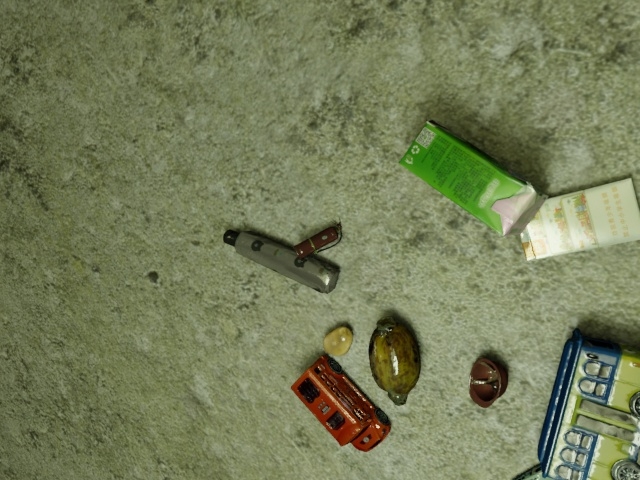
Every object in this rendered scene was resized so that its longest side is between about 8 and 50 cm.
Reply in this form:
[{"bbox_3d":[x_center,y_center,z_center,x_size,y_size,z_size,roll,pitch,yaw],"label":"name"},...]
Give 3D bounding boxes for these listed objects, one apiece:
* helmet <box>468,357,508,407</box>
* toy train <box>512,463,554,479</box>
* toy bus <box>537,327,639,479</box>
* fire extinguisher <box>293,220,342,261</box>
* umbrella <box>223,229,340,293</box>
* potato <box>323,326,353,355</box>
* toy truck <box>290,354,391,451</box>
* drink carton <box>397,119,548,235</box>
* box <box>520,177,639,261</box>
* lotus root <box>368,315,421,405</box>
[{"bbox_3d":[0.379,0.311,1.169,0.089,0.057,0.111,44,127,52],"label":"helmet"},{"bbox_3d":[0.501,0.501,1.148,0.207,0.047,0.043,-44,85,23],"label":"toy train"},{"bbox_3d":[0.540,0.333,1.028,0.175,0.138,0.288,14,94,22],"label":"toy bus"},{"bbox_3d":[0.000,0.000,1.289,0.132,0.039,0.056,-28,86,-3],"label":"fire extinguisher"},{"bbox_3d":[-0.107,0.044,1.353,0.337,0.067,0.073,23,97,22],"label":"umbrella"},{"bbox_3d":[0.046,0.250,1.317,0.068,0.062,0.083,28,138,-11],"label":"potato"},{"bbox_3d":[0.049,0.416,1.313,0.253,0.114,0.107,46,113,13],"label":"toy truck"},{"bbox_3d":[0.302,-0.127,1.056,0.271,0.161,0.108,39,111,24],"label":"drink carton"},{"bbox_3d":[0.512,-0.037,1.060,0.220,0.032,0.122,-15,93,26],"label":"box"},{"bbox_3d":[0.174,0.280,1.231,0.120,0.120,0.210,-8,93,27],"label":"lotus root"}]
